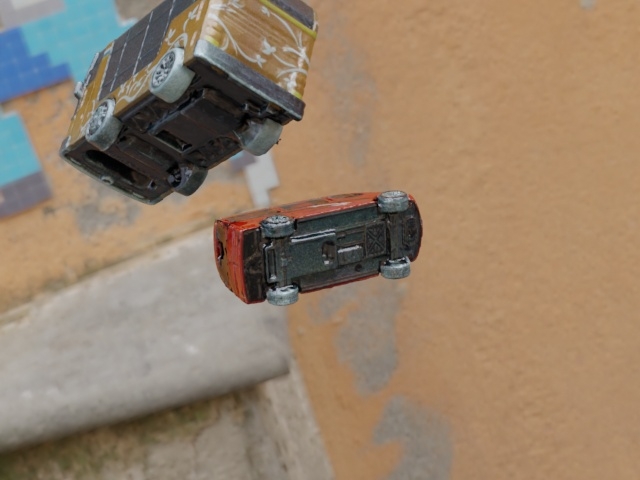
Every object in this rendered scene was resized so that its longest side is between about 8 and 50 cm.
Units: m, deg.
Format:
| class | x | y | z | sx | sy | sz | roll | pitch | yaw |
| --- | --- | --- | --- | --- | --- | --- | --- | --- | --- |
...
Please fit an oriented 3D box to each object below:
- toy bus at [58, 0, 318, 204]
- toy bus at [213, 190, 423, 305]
| class | x | y | z | sx | sy | sz | roll | pitch | yaw |
| --- | --- | --- | --- | --- | --- | --- | --- | --- | --- |
| toy bus | -0.137 | -0.156 | 1.292 | 0.275 | 0.138 | 0.167 | -27 | 44 | 46 |
| toy bus | 0.000 | 0.000 | 1.208 | 0.195 | 0.081 | 0.089 | -13 | 21 | -25 |
